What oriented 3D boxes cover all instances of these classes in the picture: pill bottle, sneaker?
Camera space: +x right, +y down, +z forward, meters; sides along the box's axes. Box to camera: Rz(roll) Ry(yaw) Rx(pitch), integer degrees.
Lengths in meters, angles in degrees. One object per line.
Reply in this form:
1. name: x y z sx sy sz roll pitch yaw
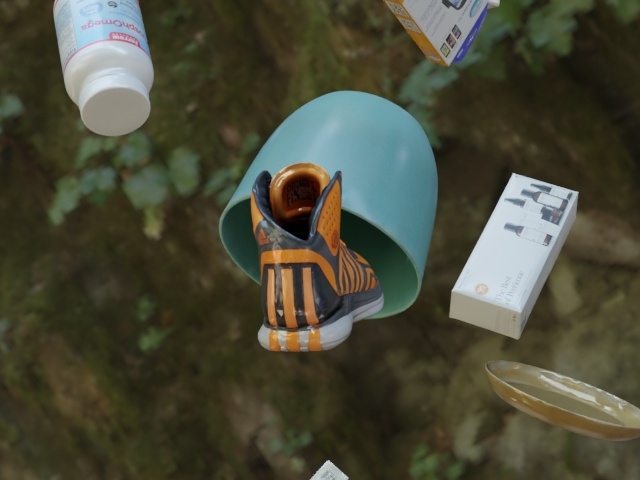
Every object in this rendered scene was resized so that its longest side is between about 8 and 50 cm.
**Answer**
1. pill bottle: -0.210 -0.180 1.597 0.087 0.087 0.160 -30 49 15
2. sneaker: 0.000 0.000 1.781 0.125 0.180 0.321 -2 10 6

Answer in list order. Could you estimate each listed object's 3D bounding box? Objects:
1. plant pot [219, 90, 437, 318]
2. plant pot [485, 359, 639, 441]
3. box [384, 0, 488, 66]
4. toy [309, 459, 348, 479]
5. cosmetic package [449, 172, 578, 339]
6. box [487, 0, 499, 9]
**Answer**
1. plant pot: 0.033 -0.067 2.316 0.293 0.293 0.235 -23 38 49
2. plant pot: 0.327 0.218 2.190 0.236 0.236 0.032 -98 26 -82
3. box: 0.108 -0.221 1.500 0.028 0.136 0.081 24 77 35
4. toy: -0.015 0.441 2.291 0.237 0.137 0.056 -51 -35 -2
5. cosmetic package: 0.260 0.017 2.190 0.099 0.060 0.239 16 49 18
6. box: 0.055 -0.375 1.635 0.322 0.232 0.058 10 -8 -36
